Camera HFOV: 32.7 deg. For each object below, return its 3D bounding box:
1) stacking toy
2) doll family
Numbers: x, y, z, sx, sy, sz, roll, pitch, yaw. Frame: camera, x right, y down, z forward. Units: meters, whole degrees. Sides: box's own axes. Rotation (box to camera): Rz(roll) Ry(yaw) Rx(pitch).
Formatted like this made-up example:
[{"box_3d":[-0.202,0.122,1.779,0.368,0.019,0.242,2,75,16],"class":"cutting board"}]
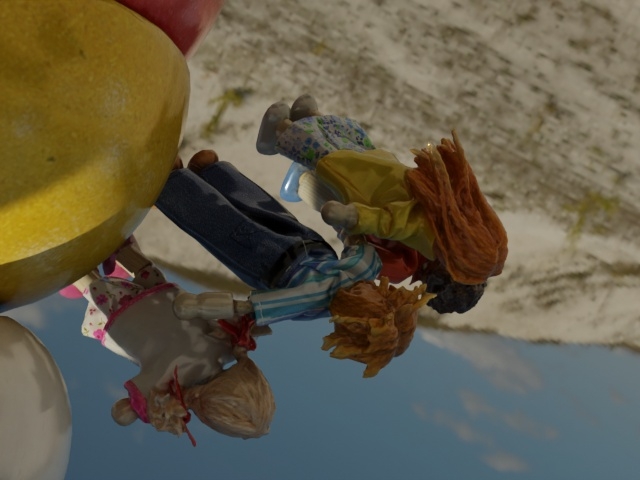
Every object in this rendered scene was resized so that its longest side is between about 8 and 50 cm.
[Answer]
[{"box_3d":[-0.166,-0.092,0.460,0.350,0.480,0.350,0,164,0],"class":"stacking toy"},{"box_3d":[0.000,0.000,0.563,0.163,0.118,0.263,37,-137,28],"class":"doll family"}]
